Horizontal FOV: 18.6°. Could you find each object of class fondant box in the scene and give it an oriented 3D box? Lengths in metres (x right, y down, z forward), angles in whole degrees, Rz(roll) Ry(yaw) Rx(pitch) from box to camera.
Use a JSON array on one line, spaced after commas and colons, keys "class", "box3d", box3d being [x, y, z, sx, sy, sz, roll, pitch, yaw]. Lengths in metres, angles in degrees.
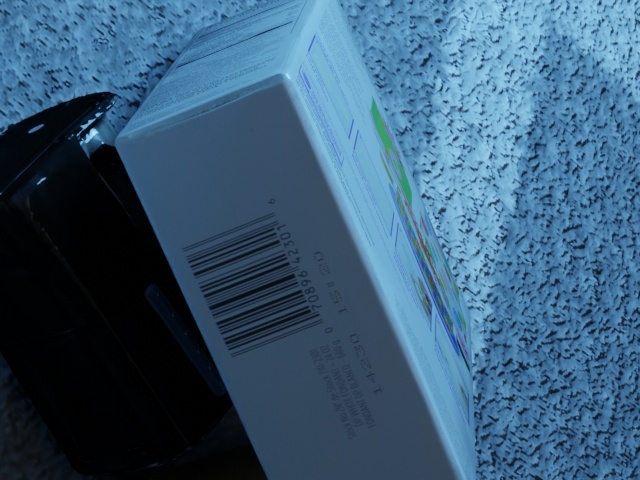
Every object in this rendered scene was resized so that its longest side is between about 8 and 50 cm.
[{"class": "fondant box", "box3d": [0.000, 0.000, 1.084, 0.330, 0.096, 0.238, -73, 141, -74]}]

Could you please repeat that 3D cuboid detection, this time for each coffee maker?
[{"class": "coffee maker", "box3d": [-0.136, 0.038, 1.044, 0.171, 0.120, 0.178, -39, 110, -20]}]

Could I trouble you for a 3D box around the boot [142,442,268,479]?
[{"class": "boot", "box3d": [0.002, 0.218, 1.155, 0.269, 0.089, 0.236, -23, 84, -52]}]
